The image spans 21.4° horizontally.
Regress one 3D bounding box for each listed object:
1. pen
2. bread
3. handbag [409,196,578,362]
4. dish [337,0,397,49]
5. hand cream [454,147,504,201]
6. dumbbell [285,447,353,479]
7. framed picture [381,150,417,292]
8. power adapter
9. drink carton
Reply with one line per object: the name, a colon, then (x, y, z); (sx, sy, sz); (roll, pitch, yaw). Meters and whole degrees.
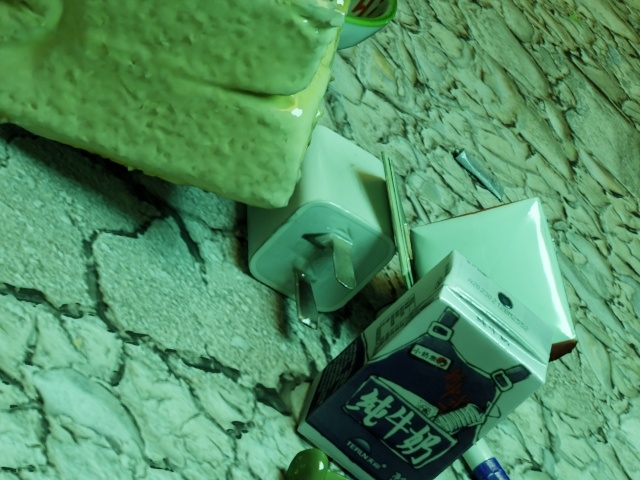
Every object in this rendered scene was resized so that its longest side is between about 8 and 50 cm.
pen: (0.134, 0.178, 1.799); (0.033, 0.033, 0.269); (-1, 52, -52)
bread: (-0.145, -0.265, 1.681); (0.390, 0.279, 0.371); (23, 36, -4)
handbag: (0.185, 0.068, 1.836); (0.298, 0.151, 0.171); (61, 15, -79)
dish: (-0.070, -0.332, 2.103); (0.324, 0.124, 0.324); (29, 28, -17)
hand cream: (0.213, -0.091, 2.256); (0.093, 0.019, 0.030); (41, 31, -12)
dumbbell: (0.024, 0.233, 1.567); (0.118, 0.052, 0.046); (28, 56, -27)
framed picture: (0.089, 0.006, 1.788); (0.183, 0.011, 0.142); (69, 11, -65)
power adapter: (0.000, 0.000, 1.755); (0.125, 0.130, 0.205); (30, 33, -27)
drink carton: (0.101, 0.132, 1.617); (0.134, 0.222, 0.102); (40, 29, -9)
